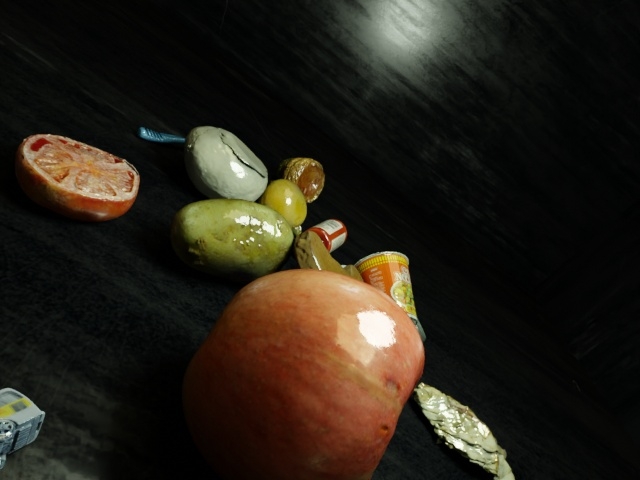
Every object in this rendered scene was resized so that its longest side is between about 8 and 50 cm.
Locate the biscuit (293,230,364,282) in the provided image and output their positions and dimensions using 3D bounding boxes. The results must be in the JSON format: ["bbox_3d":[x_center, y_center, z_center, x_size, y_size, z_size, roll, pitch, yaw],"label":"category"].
[{"bbox_3d":[0.062,0.191,1.117,0.394,0.076,0.368,41,28,-56],"label":"biscuit"}]

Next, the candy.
[{"bbox_3d":[-0.287,-0.214,1.324,0.295,0.185,0.295,43,6,-5],"label":"candy"}]

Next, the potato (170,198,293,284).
[{"bbox_3d":[-0.197,0.001,1.041,0.307,0.210,0.173,14,58,-42],"label":"potato"}]

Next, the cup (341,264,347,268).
[{"bbox_3d":[0.066,0.133,1.371,0.102,0.074,0.099,19,30,-41],"label":"cup"}]

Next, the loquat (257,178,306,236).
[{"bbox_3d":[-0.117,-0.103,1.426,0.204,0.149,0.172,64,7,5],"label":"loquat"}]

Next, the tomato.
[{"bbox_3d":[-0.498,-0.119,0.927,0.237,0.095,0.236,29,25,-15],"label":"tomato"}]

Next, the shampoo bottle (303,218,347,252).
[{"bbox_3d":[0.000,0.000,1.475,0.104,0.104,0.278,43,22,7],"label":"shampoo bottle"}]

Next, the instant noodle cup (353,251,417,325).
[{"bbox_3d":[0.205,0.172,1.383,0.193,0.193,0.212,22,45,-38],"label":"instant noodle cup"}]

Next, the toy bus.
[{"bbox_3d":[-0.405,0.228,0.475,0.075,0.064,0.190,33,20,15],"label":"toy bus"}]

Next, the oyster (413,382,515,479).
[{"bbox_3d":[0.390,0.496,1.173,0.354,0.107,0.201,36,19,-11],"label":"oyster"}]

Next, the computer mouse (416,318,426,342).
[{"bbox_3d":[0.279,0.261,1.476,0.113,0.068,0.229,54,11,-23],"label":"computer mouse"}]

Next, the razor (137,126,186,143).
[{"bbox_3d":[-0.459,-0.313,1.420,0.253,0.042,0.082,5,42,-53],"label":"razor"}]

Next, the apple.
[{"bbox_3d":[-0.030,0.217,0.713,0.364,0.364,0.364,33,23,-16],"label":"apple"}]

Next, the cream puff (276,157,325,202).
[{"bbox_3d":[-0.095,-0.247,1.754,0.169,0.183,0.183,25,8,42],"label":"cream puff"}]
